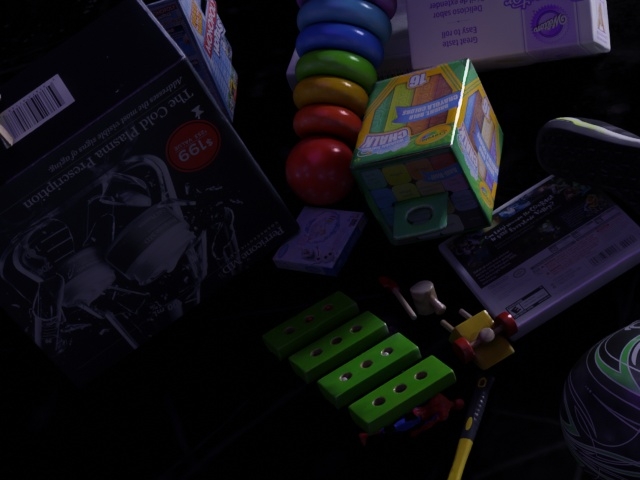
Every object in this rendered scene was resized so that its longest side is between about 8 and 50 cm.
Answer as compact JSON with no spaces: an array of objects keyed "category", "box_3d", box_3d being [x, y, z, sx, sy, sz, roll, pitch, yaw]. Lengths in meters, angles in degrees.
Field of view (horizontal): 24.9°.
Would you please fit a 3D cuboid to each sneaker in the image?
[{"category":"sneaker","box_3d":[0.355,-0.091,1.629,0.235,0.084,0.097,29,33,26]}]

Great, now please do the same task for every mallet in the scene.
[{"category":"mallet","box_3d":[0.156,0.212,1.478,0.062,0.039,0.189,6,48,32]}]

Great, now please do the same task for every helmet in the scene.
[{"category":"helmet","box_3d":[0.307,0.164,1.352,0.169,0.169,0.161,9,38,33]}]

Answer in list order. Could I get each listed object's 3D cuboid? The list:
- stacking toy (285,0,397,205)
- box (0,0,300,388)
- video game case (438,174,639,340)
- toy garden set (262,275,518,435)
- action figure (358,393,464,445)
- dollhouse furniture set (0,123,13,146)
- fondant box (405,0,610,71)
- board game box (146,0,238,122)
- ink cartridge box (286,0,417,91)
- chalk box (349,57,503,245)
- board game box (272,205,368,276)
[{"category":"stacking toy","box_3d":[0.016,-0.202,1.840,0.141,0.141,0.330,2,73,29]},{"category":"box","box_3d":[-0.255,-0.054,1.727,0.343,0.312,0.179,-36,44,-2]},{"category":"video game case","box_3d":[0.253,0.009,1.632,0.190,0.022,0.173,-32,43,-3]},{"category":"toy garden set","box_3d":[0.081,0.117,1.585,0.204,0.049,0.244,-30,30,-16]},{"category":"action figure","box_3d":[0.097,0.187,1.535,0.115,0.030,0.038,-17,49,7]},{"category":"dollhouse furniture set","box_3d":[-0.380,-0.109,1.605,0.076,0.058,0.151,-35,24,9]},{"category":"fondant box","box_3d":[0.228,-0.388,1.843,0.238,0.096,0.330,-6,87,22]},{"category":"board game box","box_3d":[-0.178,-0.288,2.014,0.060,0.194,0.194,-13,45,16]},{"category":"ink cartridge box","box_3d":[0.069,-0.293,2.002,0.189,0.066,0.232,-6,38,22]},{"category":"chalk box","box_3d":[0.124,-0.088,1.689,0.132,0.132,0.213,-12,39,24]},{"category":"board game box","box_3d":[0.000,0.000,1.771,0.090,0.020,0.090,9,54,34]}]
